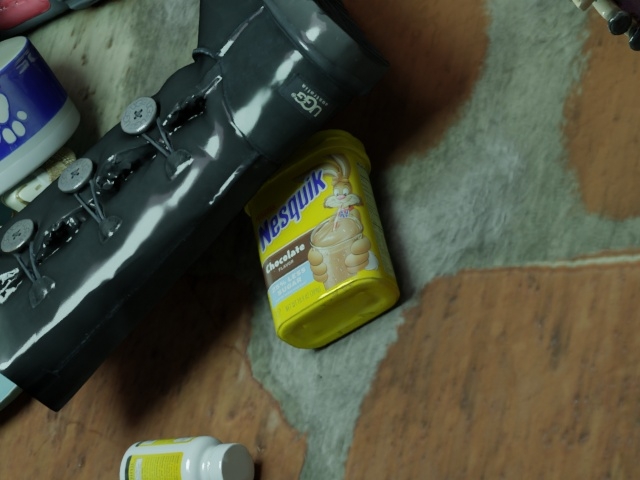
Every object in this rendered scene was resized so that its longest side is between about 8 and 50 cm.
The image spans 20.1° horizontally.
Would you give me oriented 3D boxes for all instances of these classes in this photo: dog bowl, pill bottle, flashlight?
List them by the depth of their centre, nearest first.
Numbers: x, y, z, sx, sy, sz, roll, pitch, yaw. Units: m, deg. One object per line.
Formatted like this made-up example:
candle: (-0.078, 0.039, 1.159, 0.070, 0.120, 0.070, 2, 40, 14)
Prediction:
pill bottle: (-0.119, 0.210, 1.628, 0.116, 0.065, 0.065, -9, 61, 37)
dog bowl: (-0.394, -0.105, 1.922, 0.265, 0.104, 0.265, -28, 19, 10)
flashlight: (-0.367, -0.275, 2.077, 0.304, 0.103, 0.103, -20, 20, 36)

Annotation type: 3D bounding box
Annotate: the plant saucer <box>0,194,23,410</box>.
plant saucer: (-0.369, 0.068, 1.933, 0.317, 0.043, 0.317, -20, 54, 31)

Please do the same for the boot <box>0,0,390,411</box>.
boot: (-0.167, -0.094, 1.727, 0.445, 0.146, 0.367, -47, 28, 11)

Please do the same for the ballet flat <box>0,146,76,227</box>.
ballet flat: (-0.297, -0.015, 1.843, 0.073, 0.067, 0.206, -14, 57, 36)

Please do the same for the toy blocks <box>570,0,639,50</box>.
toy blocks: (0.221, -0.389, 1.527, 0.260, 0.288, 0.309, -46, 42, 17)

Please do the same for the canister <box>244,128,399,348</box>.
canister: (0.000, 0.000, 1.644, 0.126, 0.073, 0.170, -31, 51, 23)
